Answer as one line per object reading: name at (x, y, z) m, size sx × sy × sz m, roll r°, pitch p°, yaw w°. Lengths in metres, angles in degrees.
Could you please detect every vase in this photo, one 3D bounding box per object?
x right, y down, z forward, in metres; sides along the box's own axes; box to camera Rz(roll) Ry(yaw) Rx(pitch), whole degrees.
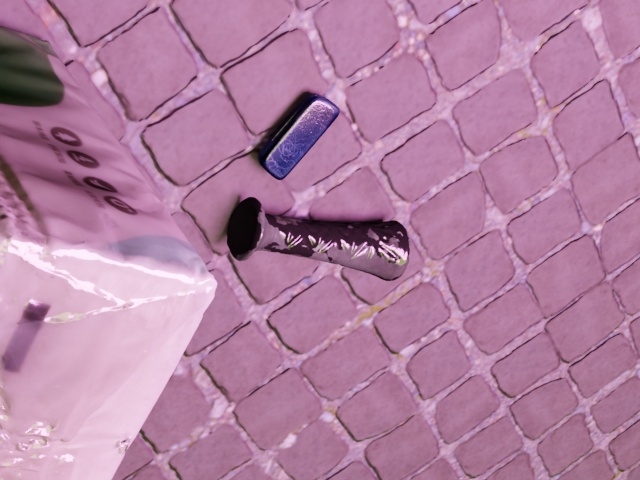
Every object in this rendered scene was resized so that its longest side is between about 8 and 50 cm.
vase at (0.000, 0.000, 1.165) m, size 0.167 × 0.059 × 0.059 m, roll 8°, pitch 117°, yaw -32°

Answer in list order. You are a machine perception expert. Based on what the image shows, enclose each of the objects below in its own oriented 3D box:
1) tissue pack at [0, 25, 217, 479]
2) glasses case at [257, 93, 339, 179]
tissue pack at (-0.252, 0.022, 0.849) m, size 0.194 × 0.356 × 0.266 m, roll 16°, pitch 112°, yaw -39°
glasses case at (-0.021, -0.093, 1.112) m, size 0.033 × 0.023 × 0.083 m, roll 36°, pitch 99°, yaw -31°
